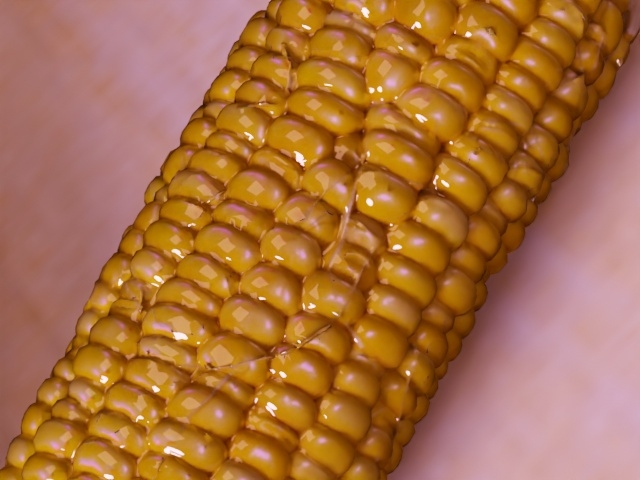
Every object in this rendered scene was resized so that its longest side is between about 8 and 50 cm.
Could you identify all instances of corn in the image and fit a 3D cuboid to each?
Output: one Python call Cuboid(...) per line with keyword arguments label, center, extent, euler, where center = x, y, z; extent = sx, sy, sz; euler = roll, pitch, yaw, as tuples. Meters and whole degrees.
Cuboid(label="corn", center=(0.000, 0.000, 0.416), extent=(0.080, 0.080, 0.238), euler=(19, 69, 37))
